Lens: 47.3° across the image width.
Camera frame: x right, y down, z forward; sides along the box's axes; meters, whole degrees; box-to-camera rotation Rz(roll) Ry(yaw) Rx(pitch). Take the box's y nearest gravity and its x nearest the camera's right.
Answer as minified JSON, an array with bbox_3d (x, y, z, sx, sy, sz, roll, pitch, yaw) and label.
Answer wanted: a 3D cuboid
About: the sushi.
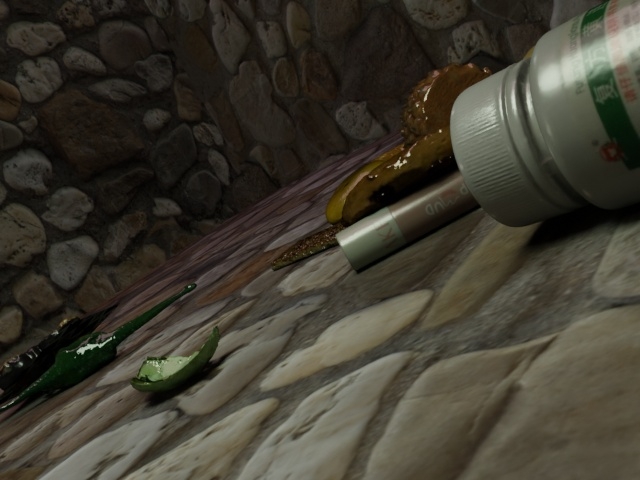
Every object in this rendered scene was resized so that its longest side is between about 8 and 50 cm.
[{"bbox_3d":[-0.634,0.246,1.702,0.292,0.059,0.294,-45,-3,6],"label":"sushi"}]

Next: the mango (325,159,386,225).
[{"bbox_3d":[0.090,-0.104,1.640,0.195,0.098,0.137,-37,14,-17],"label":"mango"}]

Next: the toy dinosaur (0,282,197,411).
[{"bbox_3d":[-0.481,0.241,1.558,0.301,0.087,0.447,-19,17,50],"label":"toy dinosaur"}]

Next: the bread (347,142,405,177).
[{"bbox_3d":[0.161,-0.174,1.863,0.211,0.083,0.114,-31,5,-22],"label":"bread"}]

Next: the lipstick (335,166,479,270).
[{"bbox_3d":[0.150,-0.041,1.159,0.255,0.070,0.070,-29,9,5],"label":"lipstick"}]

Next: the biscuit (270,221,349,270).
[{"bbox_3d":[0.000,0.000,1.567,0.231,0.025,0.131,-23,10,36],"label":"biscuit"}]

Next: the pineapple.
[{"bbox_3d":[0.262,-0.235,1.556,0.223,0.222,0.357,-31,-2,-7],"label":"pineapple"}]

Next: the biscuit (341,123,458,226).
[{"bbox_3d":[0.162,-0.109,1.240,0.296,0.075,0.296,-26,-14,-7],"label":"biscuit"}]

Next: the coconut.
[{"bbox_3d":[-0.219,0.190,1.090,0.158,0.055,0.133,-24,12,41],"label":"coconut"}]

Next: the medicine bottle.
[{"bbox_3d":[0.320,-0.144,0.752,0.340,0.208,0.208,-21,12,42],"label":"medicine bottle"}]

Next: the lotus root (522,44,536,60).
[{"bbox_3d":[0.400,-0.245,1.199,0.152,0.169,0.342,-32,8,25],"label":"lotus root"}]
